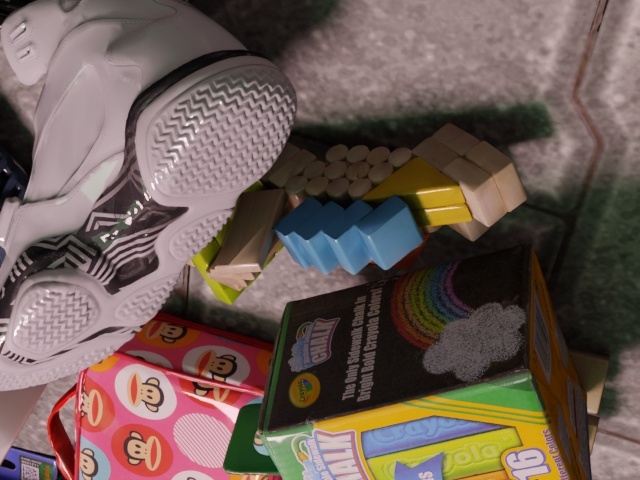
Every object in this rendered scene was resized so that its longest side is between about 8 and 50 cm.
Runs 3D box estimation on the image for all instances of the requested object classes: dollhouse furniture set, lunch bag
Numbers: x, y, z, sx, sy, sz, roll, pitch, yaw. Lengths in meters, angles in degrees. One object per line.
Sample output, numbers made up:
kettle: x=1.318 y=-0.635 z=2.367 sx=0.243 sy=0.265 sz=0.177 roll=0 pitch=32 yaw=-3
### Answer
dollhouse furniture set: x=0.190 y=0.156 z=1.361 sx=0.144 sy=0.123 sz=0.151 roll=12 pitch=101 yaw=13
lunch bag: x=-0.153 y=0.222 z=1.472 sx=0.258 sy=0.120 sz=0.293 roll=15 pitch=119 yaw=9

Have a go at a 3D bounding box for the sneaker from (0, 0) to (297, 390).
sneaker: x=-0.188 y=-0.056 z=1.154 sx=0.366 sy=0.137 sz=0.210 roll=-47 pitch=60 yaw=21

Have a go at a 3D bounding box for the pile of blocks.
pile of blocks: x=0.000 y=0.000 z=1.205 sx=0.362 sy=0.149 sz=0.112 roll=-3 pitch=137 yaw=28

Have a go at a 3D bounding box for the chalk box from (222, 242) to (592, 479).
chalk box: x=0.063 y=0.151 z=1.209 sx=0.289 sy=0.180 sz=0.179 roll=-15 pitch=121 yaw=18

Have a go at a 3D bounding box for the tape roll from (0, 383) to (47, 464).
tape roll: x=-0.388 y=0.225 z=1.503 sx=0.100 sy=0.286 sz=0.286 roll=31 pitch=137 yaw=-8

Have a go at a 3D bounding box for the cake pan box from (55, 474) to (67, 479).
cake pan box: x=-0.202 y=0.366 z=1.647 sx=0.267 sy=0.070 sz=0.246 roll=31 pitch=108 yaw=-8

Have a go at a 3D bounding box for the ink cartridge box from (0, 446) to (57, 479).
ink cartridge box: x=-0.414 y=0.390 z=1.760 sx=0.186 sy=0.065 sz=0.311 roll=13 pitch=110 yaw=16

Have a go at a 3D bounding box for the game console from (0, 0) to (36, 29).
game console: x=-0.255 y=-0.221 z=1.201 sx=0.122 sy=0.071 sz=0.107 roll=18 pitch=167 yaw=8

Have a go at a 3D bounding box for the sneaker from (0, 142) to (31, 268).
sneaker: x=-0.326 y=-0.068 z=1.296 sx=0.350 sy=0.131 sz=0.148 roll=36 pitch=141 yaw=-12
